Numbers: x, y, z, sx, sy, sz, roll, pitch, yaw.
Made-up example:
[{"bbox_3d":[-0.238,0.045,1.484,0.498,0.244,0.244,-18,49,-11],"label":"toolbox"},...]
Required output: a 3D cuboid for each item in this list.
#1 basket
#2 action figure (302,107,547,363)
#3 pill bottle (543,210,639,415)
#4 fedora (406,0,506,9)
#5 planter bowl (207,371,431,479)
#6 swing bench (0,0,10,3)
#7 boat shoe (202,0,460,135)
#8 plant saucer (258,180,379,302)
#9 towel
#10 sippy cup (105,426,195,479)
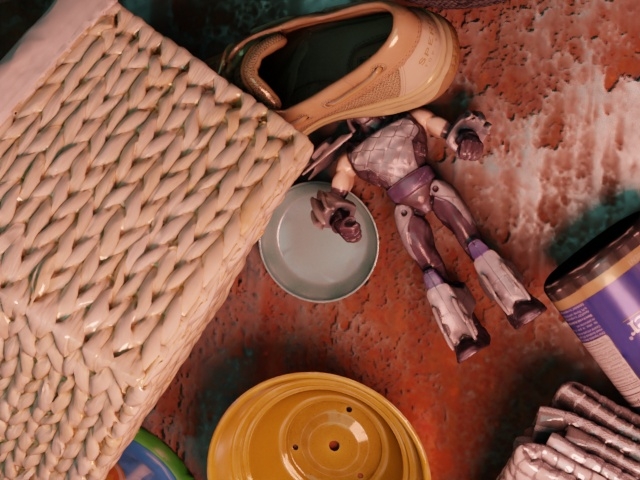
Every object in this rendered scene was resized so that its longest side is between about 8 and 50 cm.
[{"bbox_3d":[-0.220,0.014,1.571,0.266,0.331,0.328,32,144,0],"label":"basket"},{"bbox_3d":[0.097,-0.033,1.645,0.185,0.099,0.285,-34,86,17],"label":"action figure"},{"bbox_3d":[0.312,0.092,1.614,0.123,0.123,0.219,-37,91,17],"label":"pill bottle"},{"bbox_3d":[0.138,-0.307,1.542,0.334,0.334,0.152,3,137,13],"label":"fedora"},{"bbox_3d":[0.006,0.213,1.723,0.217,0.090,0.217,3,108,11],"label":"planter bowl"},{"bbox_3d":[-0.407,-0.163,1.665,0.165,0.253,0.254,29,106,6],"label":"swing bench"},{"bbox_3d":[-0.045,-0.149,1.619,0.341,0.110,0.121,-18,69,30],"label":"boat shoe"},{"bbox_3d":[0.000,0.000,1.722,0.119,0.021,0.119,3,102,13],"label":"plant saucer"},{"bbox_3d":[0.287,0.274,1.615,0.284,0.121,0.235,27,142,11],"label":"towel"},{"bbox_3d":[-0.251,0.311,1.738,0.240,0.224,0.305,-28,94,17],"label":"sippy cup"}]
